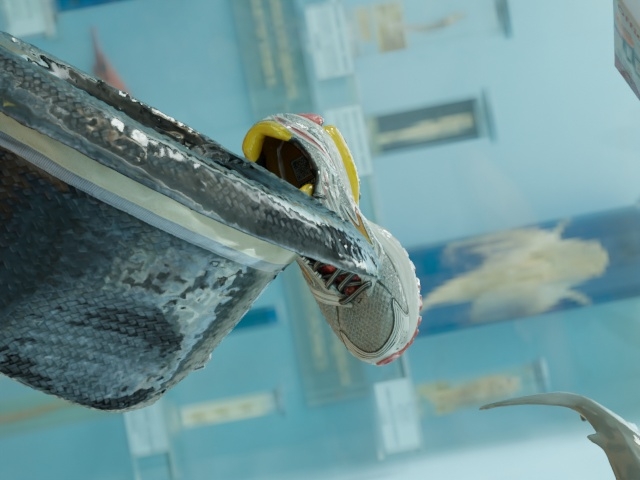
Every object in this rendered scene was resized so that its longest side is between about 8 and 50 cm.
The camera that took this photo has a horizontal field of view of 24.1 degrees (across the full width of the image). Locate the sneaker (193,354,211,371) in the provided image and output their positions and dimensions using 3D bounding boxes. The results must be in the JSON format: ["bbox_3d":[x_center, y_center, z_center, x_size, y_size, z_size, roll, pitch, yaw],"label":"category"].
[{"bbox_3d":[-0.147,-0.003,1.332,0.281,0.105,0.115,63,1,-39],"label":"sneaker"}]

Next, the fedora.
[{"bbox_3d":[-0.127,-0.002,0.808,0.152,0.334,0.334,-62,-178,3],"label":"fedora"}]

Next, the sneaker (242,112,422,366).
[{"bbox_3d":[0.000,0.000,1.189,0.092,0.088,0.225,2,56,-60],"label":"sneaker"}]

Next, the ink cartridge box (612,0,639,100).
[{"bbox_3d":[0.343,-0.175,1.329,0.128,0.127,0.176,60,2,20],"label":"ink cartridge box"}]

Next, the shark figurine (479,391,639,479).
[{"bbox_3d":[0.228,0.211,1.128,0.278,0.116,0.166,62,-21,20],"label":"shark figurine"}]
